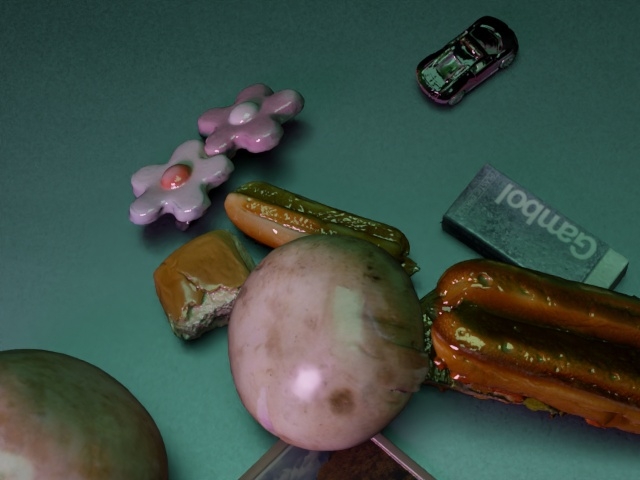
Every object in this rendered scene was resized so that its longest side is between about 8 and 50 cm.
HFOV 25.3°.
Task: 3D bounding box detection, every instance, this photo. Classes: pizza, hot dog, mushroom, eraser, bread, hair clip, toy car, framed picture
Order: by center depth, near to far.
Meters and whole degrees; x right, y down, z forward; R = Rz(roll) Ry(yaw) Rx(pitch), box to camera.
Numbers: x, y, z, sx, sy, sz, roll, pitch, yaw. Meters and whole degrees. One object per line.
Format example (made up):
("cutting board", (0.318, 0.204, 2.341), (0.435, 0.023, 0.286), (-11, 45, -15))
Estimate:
("mushroom", (-0.320, 0.268, 1.526), (0.297, 0.297, 0.290), (32, 106, 16))
("framed picture", (-0.003, 0.301, 1.573), (0.184, 0.016, 0.250), (40, 60, 19))
("hot dog", (0.279, 0.127, 1.579), (0.348, 0.117, 0.158), (15, 59, -8))
("mushroom", (0.011, 0.115, 1.580), (0.254, 0.184, 0.255), (-9, 69, 23))
("pizza", (0.178, 0.122, 1.654), (0.176, 0.036, 0.185), (34, 77, 19))
("bread", (-0.135, 0.051, 1.684), (0.125, 0.082, 0.106), (-31, 75, -5))
("eraser", (0.254, 0.002, 1.693), (0.212, 0.046, 0.092), (35, 74, 17))
("hot dog", (0.000, 0.000, 1.695), (0.249, 0.102, 0.076), (19, 111, 14))
("hair clip", (-0.129, -0.101, 1.744), (0.257, 0.075, 0.146), (-48, 34, -11))
("toy car", (0.185, -0.230, 1.791), (0.142, 0.055, 0.069), (-37, 73, -9))
